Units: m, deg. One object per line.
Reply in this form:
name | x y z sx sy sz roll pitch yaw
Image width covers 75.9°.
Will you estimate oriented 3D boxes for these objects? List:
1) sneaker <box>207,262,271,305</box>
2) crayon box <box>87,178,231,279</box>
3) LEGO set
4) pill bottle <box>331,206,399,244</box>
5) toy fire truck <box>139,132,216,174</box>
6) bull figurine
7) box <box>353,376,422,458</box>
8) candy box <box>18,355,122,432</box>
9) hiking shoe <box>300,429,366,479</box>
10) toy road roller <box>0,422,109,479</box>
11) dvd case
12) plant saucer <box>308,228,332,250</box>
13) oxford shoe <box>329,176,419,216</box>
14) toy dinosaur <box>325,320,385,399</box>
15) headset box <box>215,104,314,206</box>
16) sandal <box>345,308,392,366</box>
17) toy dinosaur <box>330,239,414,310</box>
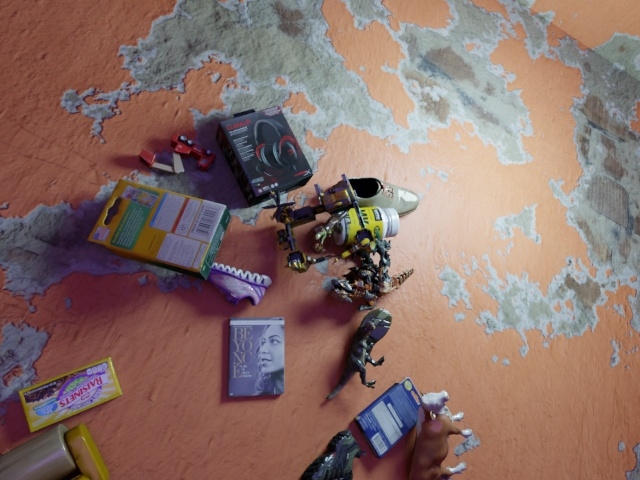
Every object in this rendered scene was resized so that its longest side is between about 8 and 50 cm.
sneaker | -0.265 0.131 1.198 0.236 0.095 0.105 17 77 -16
crayon box | -0.438 -0.033 1.142 0.322 0.083 0.203 15 69 5
LEGO set | -0.001 -0.048 1.206 0.331 0.192 0.255 -11 74 12
pill bottle | 0.148 -0.052 1.374 0.208 0.119 0.119 -6 77 -15
toy fire truck | -0.436 -0.252 1.263 0.192 0.047 0.135 28 68 -12
bull figurine | 0.362 0.607 1.265 0.188 0.101 0.310 14 92 -17
box | 0.226 0.549 1.290 0.225 0.036 0.136 -29 87 -25
candy box | -0.619 0.380 1.025 0.205 0.027 0.105 -19 86 -24
hiking shoe | 0.037 0.658 1.161 0.227 0.086 0.114 -41 88 -26
toy road roller | -0.564 0.584 0.870 0.202 0.240 0.330 -26 85 -25
dvd case | -0.187 0.338 1.205 0.164 0.018 0.221 4 74 -19
plant saucer | 0.000 0.000 1.374 0.083 0.013 0.084 6 73 -20
oxford shoe | 0.210 -0.152 1.431 0.348 0.130 0.123 1 75 -20
toy dinosaur | 0.125 0.381 1.255 0.118 0.064 0.268 25 87 -1
headset box | -0.188 -0.287 1.331 0.218 0.110 0.293 -24 85 -24
sandal | 0.149 0.315 1.321 0.090 0.060 0.219 29 81 -4
toy dinosaur | 0.168 0.115 1.349 0.322 0.164 0.218 -1 81 -52
